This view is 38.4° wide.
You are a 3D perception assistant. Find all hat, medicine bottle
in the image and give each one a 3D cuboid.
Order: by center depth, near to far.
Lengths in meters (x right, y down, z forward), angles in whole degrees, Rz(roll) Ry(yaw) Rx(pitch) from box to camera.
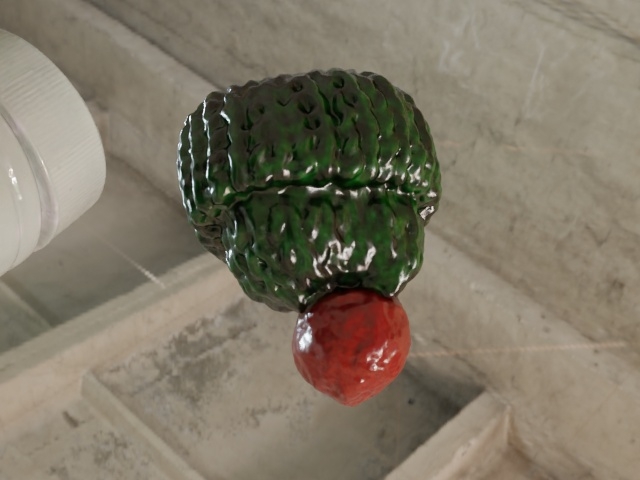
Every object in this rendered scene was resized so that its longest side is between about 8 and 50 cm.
[{"bbox_3d":[-0.337,-0.023,0.690,0.190,0.190,0.332,28,-137,19],"label":"medicine bottle"},{"bbox_3d":[0.000,0.000,0.938,0.274,0.242,0.332,-14,-114,6],"label":"hat"}]
